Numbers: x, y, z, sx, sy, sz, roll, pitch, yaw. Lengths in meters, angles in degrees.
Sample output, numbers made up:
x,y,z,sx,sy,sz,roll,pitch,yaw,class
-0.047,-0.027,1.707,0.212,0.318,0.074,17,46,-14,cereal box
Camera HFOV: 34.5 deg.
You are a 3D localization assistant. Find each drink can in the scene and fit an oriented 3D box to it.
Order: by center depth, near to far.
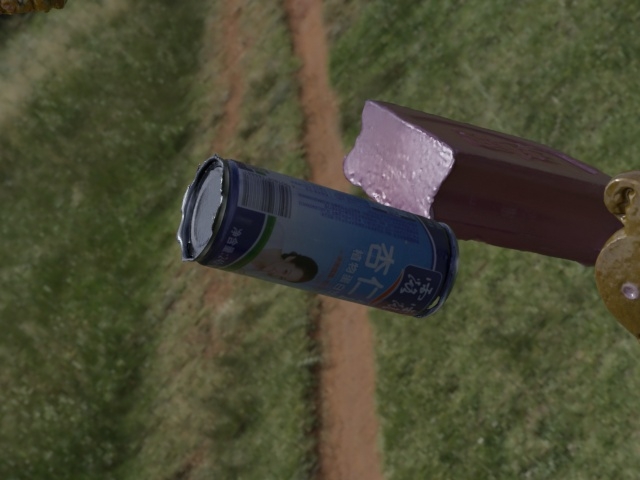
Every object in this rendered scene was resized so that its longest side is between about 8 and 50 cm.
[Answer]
x,y,z,sx,sy,sz,roll,pitch,yaw,class
0.000,0.000,0.905,0.097,0.235,0.097,-38,44,50,drink can

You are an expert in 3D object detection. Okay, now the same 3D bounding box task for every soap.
x,y,z,sx,sy,sz,roll,pitch,yaw,class
0.237,-0.075,1.431,0.233,0.360,0.128,42,117,52,soap

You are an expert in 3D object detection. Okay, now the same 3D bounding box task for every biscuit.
x,y,z,sx,sy,sz,roll,pitch,yaw,class
0.324,0.015,0.910,0.035,0.184,0.249,-40,-25,-37,biscuit

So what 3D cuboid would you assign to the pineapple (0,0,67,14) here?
x,y,z,sx,sy,sz,roll,pitch,yaw,class
-0.441,-0.416,1.513,0.161,0.158,0.334,-3,15,-5,pineapple
